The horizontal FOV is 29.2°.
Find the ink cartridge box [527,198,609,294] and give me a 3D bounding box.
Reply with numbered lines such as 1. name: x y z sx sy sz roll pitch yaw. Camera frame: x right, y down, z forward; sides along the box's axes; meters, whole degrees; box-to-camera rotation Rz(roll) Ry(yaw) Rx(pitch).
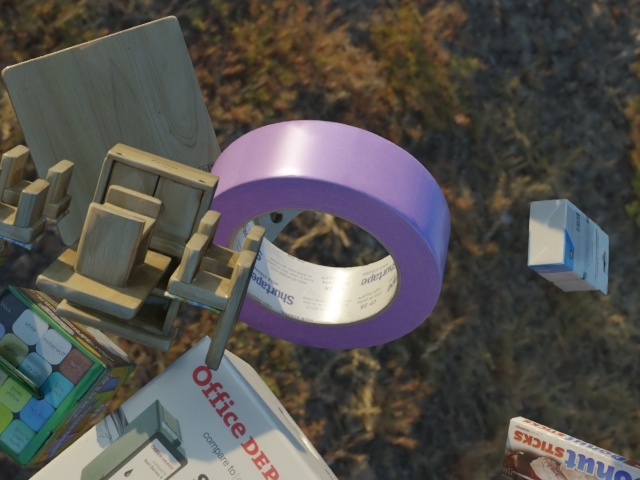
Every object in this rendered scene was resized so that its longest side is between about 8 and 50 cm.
1. ink cartridge box: 0.176 0.007 0.867 0.083 0.028 0.048 29 62 -52

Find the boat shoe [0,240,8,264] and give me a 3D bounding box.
1. boat shoe: -0.493 -0.003 1.514 0.307 0.110 0.104 -9 84 -60

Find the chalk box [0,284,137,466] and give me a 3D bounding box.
1. chalk box: -0.398 0.185 1.687 0.180 0.179 0.289 39 -2 6

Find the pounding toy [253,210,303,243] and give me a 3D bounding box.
1. pounding toy: -0.043 -0.069 1.836 0.269 0.155 0.154 0 104 -57

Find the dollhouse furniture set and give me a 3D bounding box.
1. dollhouse furniture set: -0.168 0.031 1.004 0.212 0.161 0.242 19 15 -1

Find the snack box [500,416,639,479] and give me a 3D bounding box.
1. snack box: 0.267 0.239 1.250 0.022 0.178 0.064 -2 105 -48

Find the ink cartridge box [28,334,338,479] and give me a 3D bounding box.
1. ink cartridge box: -0.139 0.260 1.127 0.211 0.289 0.121 49 -2 24

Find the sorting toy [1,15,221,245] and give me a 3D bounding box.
1. sorting toy: -0.294 -0.158 1.749 0.255 0.089 0.257 -22 103 -19

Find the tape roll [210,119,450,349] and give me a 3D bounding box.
1. tape roll: 0.000 0.000 1.334 0.275 0.275 0.090 43 41 -27
